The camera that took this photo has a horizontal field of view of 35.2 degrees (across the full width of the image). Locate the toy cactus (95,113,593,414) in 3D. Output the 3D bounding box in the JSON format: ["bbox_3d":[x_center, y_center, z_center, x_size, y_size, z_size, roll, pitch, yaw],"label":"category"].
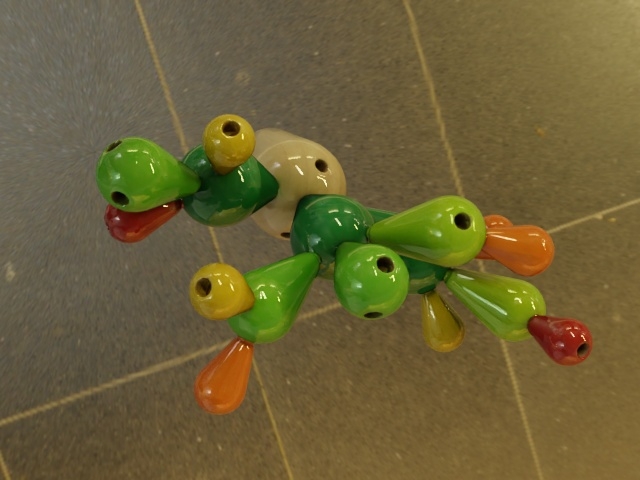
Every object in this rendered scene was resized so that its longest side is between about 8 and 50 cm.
[{"bbox_3d":[0.000,0.000,0.456,0.219,0.180,0.112,9,109,-21],"label":"toy cactus"}]
